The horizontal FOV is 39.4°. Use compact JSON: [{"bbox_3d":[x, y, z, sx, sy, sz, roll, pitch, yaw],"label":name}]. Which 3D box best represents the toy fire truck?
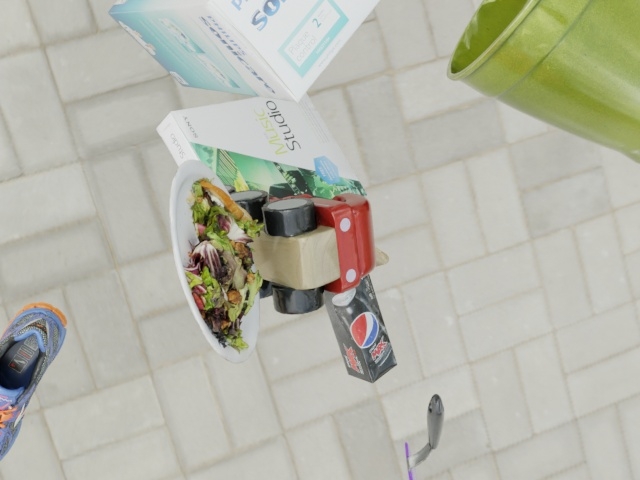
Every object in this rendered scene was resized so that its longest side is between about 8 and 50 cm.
[{"bbox_3d":[0.000,0.000,1.068,0.246,0.217,0.158,-20,110,-37],"label":"toy fire truck"}]

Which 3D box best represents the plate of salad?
[{"bbox_3d":[-0.088,0.017,0.853,0.048,0.200,0.200,-14,101,13],"label":"plate of salad"}]

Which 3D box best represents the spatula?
[{"bbox_3d":[0.140,0.280,1.206,0.030,0.296,0.084,-2,53,-6],"label":"spatula"}]

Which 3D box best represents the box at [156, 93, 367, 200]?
[{"bbox_3d":[-0.088,-0.129,1.494,0.322,0.058,0.232,-21,76,-46],"label":"box"}]

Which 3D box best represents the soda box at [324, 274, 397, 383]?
[{"bbox_3d":[0.052,0.115,1.268,0.053,0.060,0.169,-32,115,-31],"label":"soda box"}]

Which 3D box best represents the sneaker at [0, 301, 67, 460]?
[{"bbox_3d":[-0.368,0.174,1.023,0.083,0.087,0.221,25,90,-10],"label":"sneaker"}]

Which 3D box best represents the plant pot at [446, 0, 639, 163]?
[{"bbox_3d":[0.452,-0.310,1.427,0.353,0.366,0.366,34,86,-9],"label":"plant pot"}]

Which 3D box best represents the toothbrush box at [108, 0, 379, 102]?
[{"bbox_3d":[-0.062,-0.266,0.893,0.126,0.295,0.216,43,78,-29],"label":"toothbrush box"}]
